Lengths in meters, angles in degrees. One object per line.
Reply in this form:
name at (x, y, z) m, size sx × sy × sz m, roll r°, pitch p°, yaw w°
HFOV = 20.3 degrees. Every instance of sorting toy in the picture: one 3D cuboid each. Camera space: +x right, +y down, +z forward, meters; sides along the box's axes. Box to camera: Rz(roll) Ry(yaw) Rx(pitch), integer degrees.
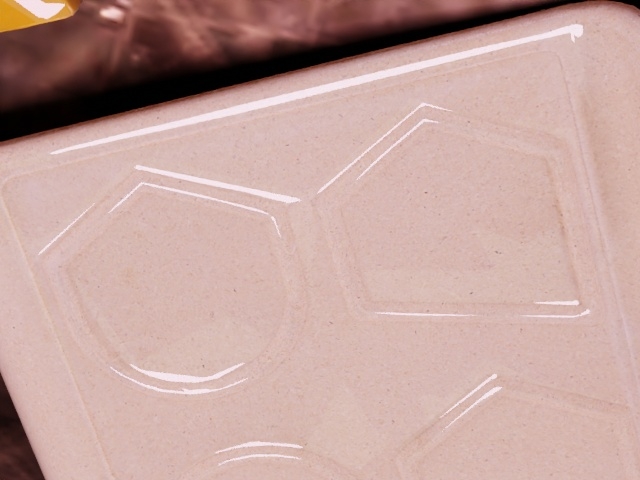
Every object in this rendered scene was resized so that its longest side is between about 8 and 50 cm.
sorting toy at (0.000, 0.000, 0.545) m, size 0.229 × 0.041 × 0.307 m, roll -11°, pitch 117°, yaw 13°
